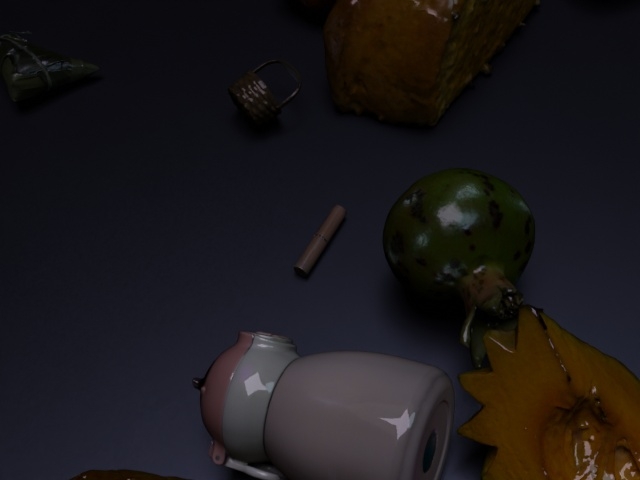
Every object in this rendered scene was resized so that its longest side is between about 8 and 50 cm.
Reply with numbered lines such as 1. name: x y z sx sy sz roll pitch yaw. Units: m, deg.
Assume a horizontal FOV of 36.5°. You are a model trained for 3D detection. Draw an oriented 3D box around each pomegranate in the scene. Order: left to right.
1. pomegranate: 0.142 0.026 0.976 0.156 0.156 0.220 -5 65 2

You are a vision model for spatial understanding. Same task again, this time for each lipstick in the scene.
1. lipstick: 0.000 0.000 1.078 0.019 0.019 0.094 23 59 19

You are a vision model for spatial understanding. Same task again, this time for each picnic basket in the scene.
1. picnic basket: -0.064 -0.183 1.178 0.083 0.072 0.072 -39 60 -6

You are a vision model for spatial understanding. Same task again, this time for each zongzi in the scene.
1. zongzi: -0.360 -0.236 1.256 0.119 0.055 0.109 -21 54 -24

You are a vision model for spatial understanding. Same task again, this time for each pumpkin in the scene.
1. pumpkin: 0.234 0.188 0.893 0.149 0.130 0.254 -8 66 -49

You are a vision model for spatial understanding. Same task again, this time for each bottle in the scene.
1. bottle: -0.007 0.162 0.897 0.236 0.148 0.148 13 57 23

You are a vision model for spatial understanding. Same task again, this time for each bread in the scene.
1. bread: 0.138 -0.308 1.183 0.194 0.179 0.340 30 63 22

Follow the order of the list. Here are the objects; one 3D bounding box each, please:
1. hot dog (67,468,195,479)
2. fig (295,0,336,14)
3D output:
1. hot dog: -0.102 0.252 0.879 0.285 0.088 0.061 9 84 5
2. fig: 0.004 -0.373 1.275 0.128 0.128 0.150 -2 56 3
